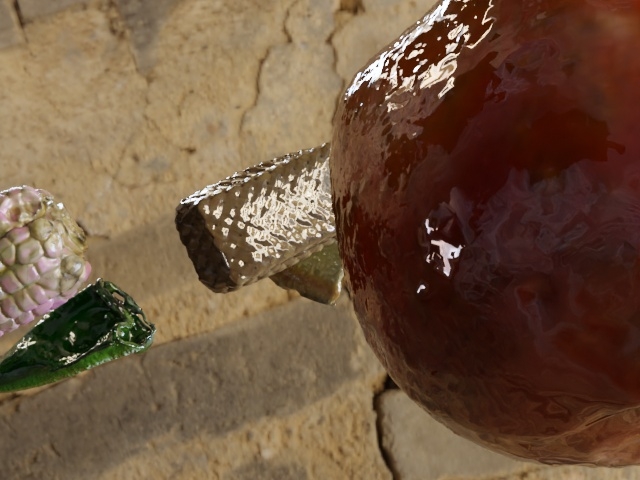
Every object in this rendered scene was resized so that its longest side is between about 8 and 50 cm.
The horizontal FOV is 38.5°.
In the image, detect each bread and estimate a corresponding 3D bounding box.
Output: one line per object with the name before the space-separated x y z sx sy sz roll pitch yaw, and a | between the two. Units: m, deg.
bread | 0.000 0.000 1.137 0.127 0.147 0.152 9 -165 -45

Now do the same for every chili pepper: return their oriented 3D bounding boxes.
chili pepper | -0.301 0.121 1.066 0.216 0.062 0.108 -21 -130 -11

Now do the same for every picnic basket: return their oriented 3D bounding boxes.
picnic basket | -0.044 -0.025 0.914 0.193 0.110 0.055 -27 -173 -29

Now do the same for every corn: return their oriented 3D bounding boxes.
corn | -0.372 0.070 0.852 0.335 0.127 0.126 -32 -133 -7

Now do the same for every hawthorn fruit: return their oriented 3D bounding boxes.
hawthorn fruit | 0.144 -0.010 0.480 0.275 0.275 0.300 -8 -135 -2
